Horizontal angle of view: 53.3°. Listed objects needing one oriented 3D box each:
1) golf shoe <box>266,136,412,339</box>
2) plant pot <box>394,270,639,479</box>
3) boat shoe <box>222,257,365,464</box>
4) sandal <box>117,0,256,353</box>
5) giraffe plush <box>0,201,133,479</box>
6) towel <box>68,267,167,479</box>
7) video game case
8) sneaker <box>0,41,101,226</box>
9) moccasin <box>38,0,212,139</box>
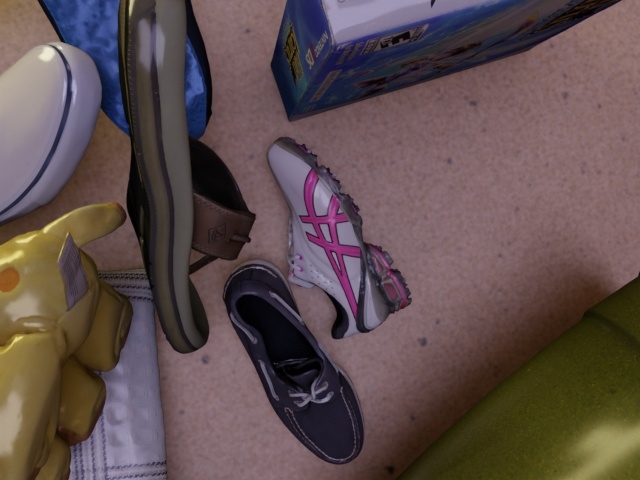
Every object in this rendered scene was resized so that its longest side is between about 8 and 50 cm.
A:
[{"bbox_3d":[0.000,0.000,0.550,0.086,0.067,0.186,-33,96,-4],"label":"golf shoe"},{"bbox_3d":[0.200,0.253,0.468,0.353,0.366,0.367,-31,96,6],"label":"plant pot"},{"bbox_3d":[-0.023,0.115,0.542,0.075,0.065,0.206,-26,102,5],"label":"boat shoe"},{"bbox_3d":[-0.086,-0.028,0.445,0.086,0.303,0.120,-11,49,-20],"label":"sandal"},{"bbox_3d":[-0.228,0.052,0.394,0.170,0.181,0.210,13,128,-1],"label":"giraffe plush"},{"bbox_3d":[-0.267,0.181,0.459,0.312,0.056,0.324,0,80,-25],"label":"towel"},{"bbox_3d":[0.095,-0.162,0.455,0.244,0.269,0.061,-19,95,-6],"label":"video game case"},{"bbox_3d":[-0.261,-0.048,0.448,0.258,0.091,0.094,-36,72,20],"label":"sneaker"},{"bbox_3d":[-0.183,-0.230,0.496,0.137,0.117,0.342,-15,98,-2],"label":"moccasin"}]
